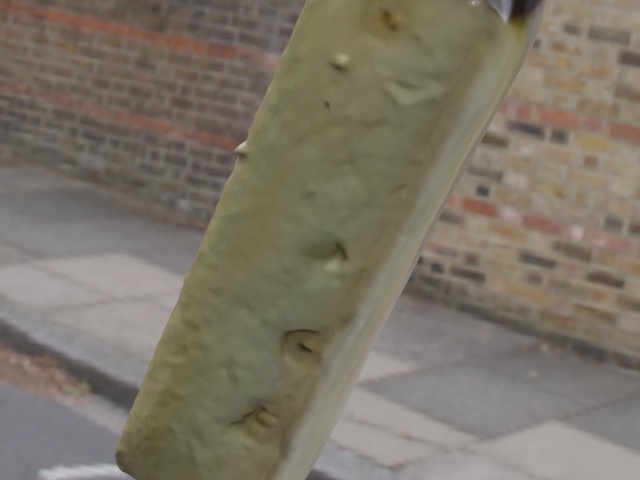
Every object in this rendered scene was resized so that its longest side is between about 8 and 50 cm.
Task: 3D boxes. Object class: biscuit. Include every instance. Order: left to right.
[{"bbox_3d":[0.000,0.000,0.412,0.056,0.188,0.052,28,32,3],"label":"biscuit"}]
